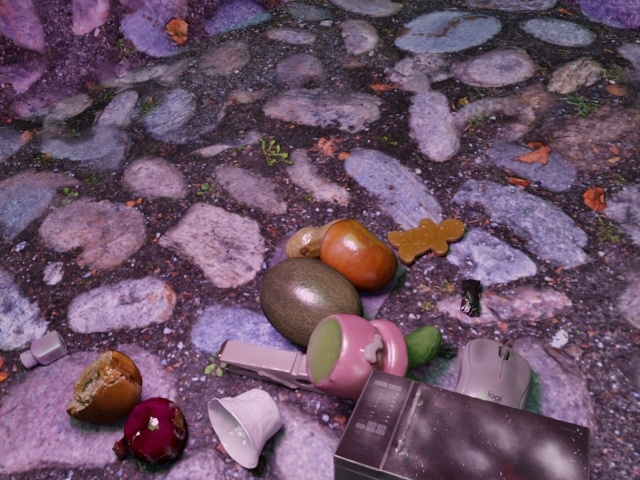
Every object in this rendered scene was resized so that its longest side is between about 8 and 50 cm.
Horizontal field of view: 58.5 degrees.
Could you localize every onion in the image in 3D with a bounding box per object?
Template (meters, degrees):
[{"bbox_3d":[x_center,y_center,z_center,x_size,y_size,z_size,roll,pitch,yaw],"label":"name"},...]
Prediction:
[{"bbox_3d":[-0.448,0.488,1.452,0.198,0.135,0.173,-23,45,-6],"label":"onion"}]

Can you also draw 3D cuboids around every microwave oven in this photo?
[{"bbox_3d":[0.266,0.501,1.127,0.433,0.374,0.236,12,34,20],"label":"microwave oven"}]

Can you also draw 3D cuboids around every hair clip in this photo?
[{"bbox_3d":[-0.110,0.338,1.541,0.331,0.101,0.085,6,46,16],"label":"hair clip"}]

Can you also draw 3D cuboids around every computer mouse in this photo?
[{"bbox_3d":[0.407,0.355,1.373,0.184,0.121,0.296,26,56,15],"label":"computer mouse"}]

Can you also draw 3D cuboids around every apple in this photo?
[{"bbox_3d":[0.107,0.051,1.680,0.235,0.210,0.173,40,93,27],"label":"apple"}]

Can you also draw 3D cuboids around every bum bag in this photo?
[{"bbox_3d":[0.427,0.160,1.624,0.058,0.034,0.124,9,51,8],"label":"bum bag"}]

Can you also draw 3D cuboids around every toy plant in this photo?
[{"bbox_3d":[0.146,0.323,1.365,0.211,0.356,0.316,-30,46,42],"label":"toy plant"}]

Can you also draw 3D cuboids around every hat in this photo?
[{"bbox_3d":[-0.176,0.450,1.422,0.126,0.203,0.203,-24,45,-35],"label":"hat"}]

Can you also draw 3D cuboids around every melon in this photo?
[{"bbox_3d":[-0.022,0.177,1.569,0.302,0.237,0.237,30,60,25],"label":"melon"}]

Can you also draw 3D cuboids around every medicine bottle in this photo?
[{"bbox_3d":[-0.837,0.335,1.726,0.118,0.055,0.074,-30,50,-16],"label":"medicine bottle"}]

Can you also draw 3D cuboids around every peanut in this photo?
[{"bbox_3d":[0.000,0.000,1.803,0.237,0.120,0.110,-24,9,-2],"label":"peanut"}]

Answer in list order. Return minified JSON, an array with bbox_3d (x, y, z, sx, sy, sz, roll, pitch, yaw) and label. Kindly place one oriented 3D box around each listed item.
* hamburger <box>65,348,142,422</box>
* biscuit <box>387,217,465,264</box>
[{"bbox_3d":[-0.555,0.402,1.508,0.283,0.157,0.143,-34,29,39],"label":"hamburger"},{"bbox_3d":[0.339,-0.004,1.791,0.241,0.035,0.158,-17,50,-3],"label":"biscuit"}]
